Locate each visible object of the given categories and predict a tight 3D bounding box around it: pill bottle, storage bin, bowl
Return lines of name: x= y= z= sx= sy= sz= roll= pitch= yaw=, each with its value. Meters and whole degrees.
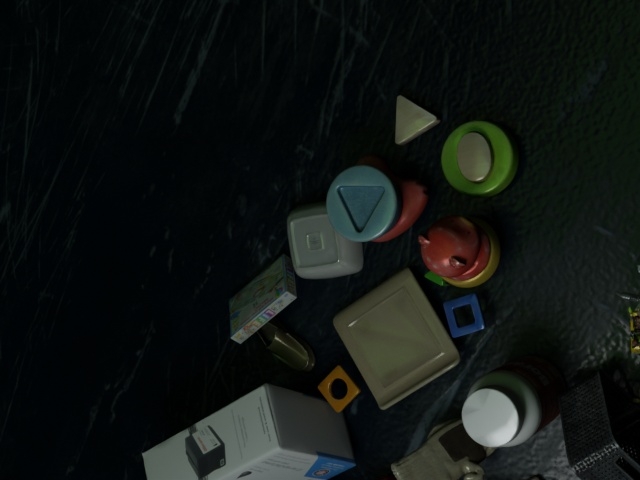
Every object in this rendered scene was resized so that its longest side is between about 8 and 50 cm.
pill bottle: x=0.305 y=0.259 z=1.747 sx=0.121 sy=0.216 sz=0.121 roll=3 pitch=96 yaw=28
storage bin: x=0.441 y=0.303 z=1.688 sx=0.084 sy=0.180 sz=0.122 roll=-38 pitch=112 yaw=26
bowl: x=0.000 y=0.000 z=1.982 sx=0.142 sy=0.053 sz=0.141 roll=-8 pitch=90 yaw=30

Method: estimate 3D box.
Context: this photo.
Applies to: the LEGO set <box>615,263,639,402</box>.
LEGO set: x=0.595 y=0.171 z=1.598 sx=0.331 sy=0.192 sz=0.254 roll=9 pitch=98 yaw=27

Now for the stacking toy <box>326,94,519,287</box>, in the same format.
stacking toy: x=0.166 y=-0.091 z=1.820 sx=0.309 sy=0.130 sz=0.279 roll=24 pitch=98 yaw=26

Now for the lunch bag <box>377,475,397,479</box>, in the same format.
lunch bag: x=0.172 y=0.574 z=1.900 sx=0.258 sy=0.120 sz=0.293 roll=12 pitch=99 yaw=26

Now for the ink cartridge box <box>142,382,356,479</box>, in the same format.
ink cartridge box: x=-0.129 y=0.392 z=1.972 sx=0.307 sy=0.223 sz=0.129 roll=-32 pitch=57 yaw=27

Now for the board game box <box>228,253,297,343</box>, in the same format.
board game box: x=-0.108 y=0.108 z=2.028 sx=0.154 sy=0.026 sz=0.103 roll=-40 pitch=34 yaw=25

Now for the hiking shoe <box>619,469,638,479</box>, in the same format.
hiking shoe: x=0.528 y=0.423 z=1.716 sx=0.227 sy=0.086 sz=0.114 roll=-3 pitch=90 yaw=27

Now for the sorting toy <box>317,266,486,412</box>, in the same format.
sorting toy: x=0.135 y=0.173 z=1.929 sx=0.348 sy=0.047 sz=0.196 roll=-36 pitch=71 yaw=23

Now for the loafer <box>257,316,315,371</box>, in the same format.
loafer: x=-0.073 y=0.192 z=2.037 sx=0.148 sy=0.050 sz=0.056 roll=39 pitch=112 yaw=21

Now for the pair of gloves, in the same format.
pair of gloves: x=0.254 y=0.413 z=1.822 sx=0.240 sy=0.204 sz=0.042 roll=51 pitch=154 yaw=12
